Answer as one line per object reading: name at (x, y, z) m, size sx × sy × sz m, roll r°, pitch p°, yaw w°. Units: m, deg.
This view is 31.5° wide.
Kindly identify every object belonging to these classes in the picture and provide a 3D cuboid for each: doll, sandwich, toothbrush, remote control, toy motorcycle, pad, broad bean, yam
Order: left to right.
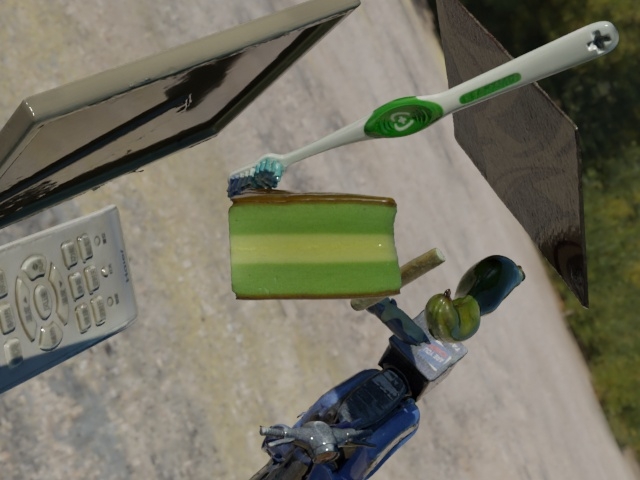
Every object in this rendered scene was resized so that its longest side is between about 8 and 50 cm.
remote control at (-0.252, 0.056, 0.911) m, size 0.313 × 0.055 × 0.109 m, roll -29°, pitch 113°, yaw -60°
sandwich at (0.000, 0.000, 0.790) m, size 0.074 × 0.116 × 0.074 m, roll -45°, pitch 134°, yaw -79°
toy motorcycle at (0.022, 0.242, 1.441) m, size 0.125 × 0.358 × 0.213 m, roll 43°, pitch -38°, yaw 16°
doll at (0.095, 0.099, 1.427) m, size 0.125 × 0.037 × 0.027 m, roll 40°, pitch -54°, yaw 46°
yam at (0.078, 0.041, 1.168) m, size 0.021 × 0.116 × 0.021 m, roll 41°, pitch 31°, yaw -31°
toothbrush at (0.066, -0.093, 0.818) m, size 0.030 × 0.303 × 0.030 m, roll -21°, pitch 90°, yaw -75°
broad bean at (0.160, 0.055, 1.161) m, size 0.213 × 0.048 × 0.070 m, roll -24°, pitch 131°, yaw -58°
pad at (0.185, -0.104, 1.133) m, size 0.330 × 0.004 × 0.220 m, roll -117°, pitch -170°, yaw -51°

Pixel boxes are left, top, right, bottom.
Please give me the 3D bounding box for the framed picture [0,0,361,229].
framed picture at (-0.106, -0.071, 0.678) m, size 0.250 × 0.184 × 0.016 m, roll -29°, pitch 86°, yaw -42°
